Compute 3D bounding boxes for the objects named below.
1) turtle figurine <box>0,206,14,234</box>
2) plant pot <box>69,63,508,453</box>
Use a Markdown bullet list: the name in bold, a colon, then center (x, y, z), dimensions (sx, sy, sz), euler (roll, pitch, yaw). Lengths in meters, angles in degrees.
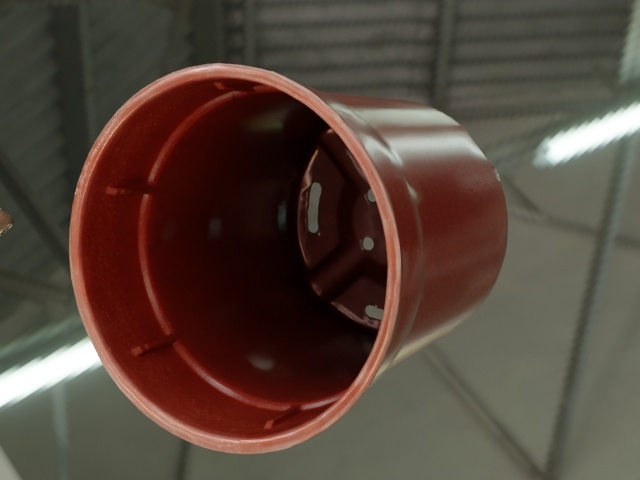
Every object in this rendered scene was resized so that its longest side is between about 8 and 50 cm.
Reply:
- **turtle figurine**: center (-0.302, 0.040, 0.875), dimensions (0.266, 0.274, 0.198), euler (-53, 9, -9)
- **plant pot**: center (0.000, 0.000, 1.345), dimensions (0.265, 0.272, 0.272), euler (-12, -41, -59)
